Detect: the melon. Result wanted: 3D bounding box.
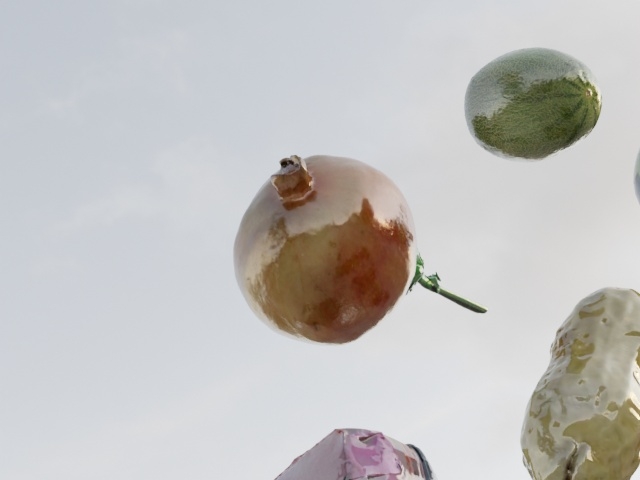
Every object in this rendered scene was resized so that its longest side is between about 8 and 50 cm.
[{"bbox_3d":[0.248,-0.162,1.208,0.139,0.139,0.192,13,-7,-33],"label":"melon"}]

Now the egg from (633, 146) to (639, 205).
[{"bbox_3d":[0.700,-0.131,1.635,0.287,0.288,0.379,23,-43,-40],"label":"egg"}]

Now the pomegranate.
[{"bbox_3d":[0.000,0.000,1.330,0.252,0.229,0.270,-55,-38,-24],"label":"pomegranate"}]

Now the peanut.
[{"bbox_3d":[0.289,0.162,1.055,0.130,0.290,0.130,16,-50,20],"label":"peanut"}]

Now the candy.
[{"bbox_3d":[0.190,0.074,1.684,0.097,0.097,0.323,-38,-39,24],"label":"candy"}]

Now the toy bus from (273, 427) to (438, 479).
[{"bbox_3d":[-0.004,0.349,1.209,0.147,0.128,0.303,32,-65,-27],"label":"toy bus"}]
